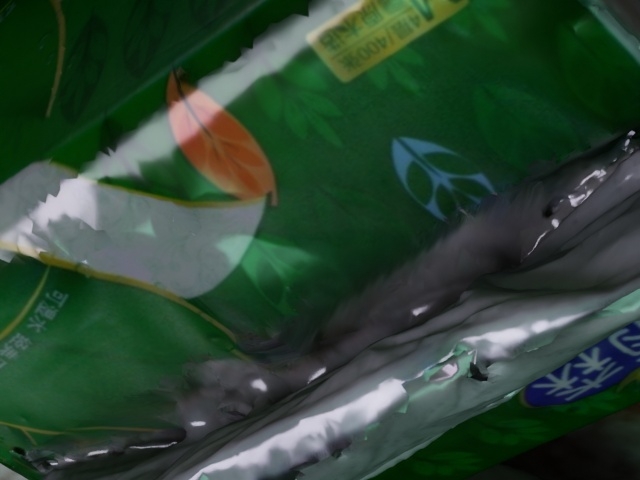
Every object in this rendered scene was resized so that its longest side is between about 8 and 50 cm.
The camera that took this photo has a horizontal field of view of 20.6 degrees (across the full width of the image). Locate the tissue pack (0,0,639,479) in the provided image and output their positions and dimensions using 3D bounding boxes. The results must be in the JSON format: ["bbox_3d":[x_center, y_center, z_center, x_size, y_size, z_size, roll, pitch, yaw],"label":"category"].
[{"bbox_3d":[0.000,0.002,0.408,0.209,0.156,0.148,-30,130,30],"label":"tissue pack"}]

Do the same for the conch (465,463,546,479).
[{"bbox_3d":[0.034,0.135,0.572,0.185,0.121,0.221,-17,136,32],"label":"conch"}]
